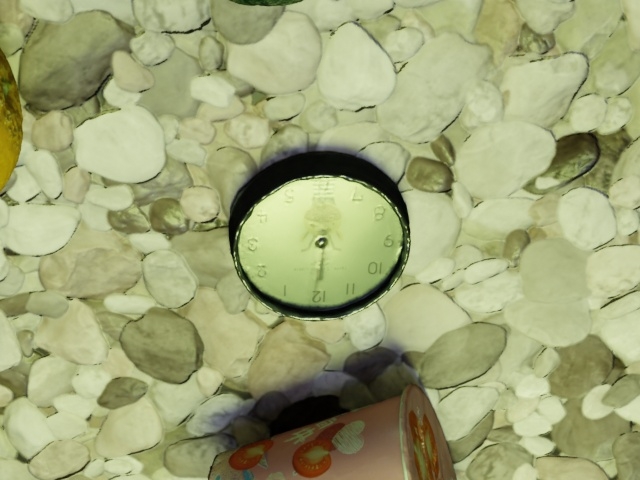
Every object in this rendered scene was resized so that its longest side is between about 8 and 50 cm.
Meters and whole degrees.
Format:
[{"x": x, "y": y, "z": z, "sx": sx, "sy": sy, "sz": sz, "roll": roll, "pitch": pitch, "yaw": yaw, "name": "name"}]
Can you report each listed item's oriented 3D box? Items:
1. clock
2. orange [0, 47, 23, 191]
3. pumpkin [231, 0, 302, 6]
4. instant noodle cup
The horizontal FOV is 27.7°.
[{"x": 0.000, "y": 0.000, "z": 1.286, "sx": 0.184, "sy": 0.040, "sz": 0.184, "roll": -2, "pitch": 124, "yaw": -3, "name": "clock"}, {"x": -0.367, "y": -0.096, "z": 1.084, "sx": 0.236, "sy": 0.236, "sz": 0.236, "roll": -2, "pitch": 124, "yaw": -3, "name": "orange"}, {"x": -0.043, "y": -0.289, "z": 1.022, "sx": 0.212, "sy": 0.152, "sz": 0.211, "roll": -1, "pitch": 116, "yaw": -2, "name": "pumpkin"}, {"x": 0.020, "y": 0.292, "z": 1.383, "sx": 0.231, "sy": 0.243, "sz": 0.243, "roll": -14, "pitch": 124, "yaw": 14, "name": "instant noodle cup"}]
